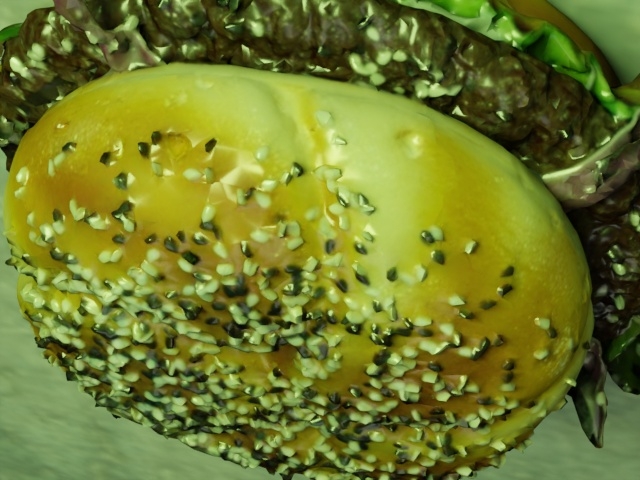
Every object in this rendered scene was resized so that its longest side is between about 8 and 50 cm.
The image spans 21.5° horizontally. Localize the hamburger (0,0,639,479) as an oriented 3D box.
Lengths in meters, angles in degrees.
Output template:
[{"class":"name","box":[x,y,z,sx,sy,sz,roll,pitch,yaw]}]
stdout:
[{"class":"hamburger","box":[0.004,0.001,0.393,0.189,0.093,0.164,25,150,-20]}]
